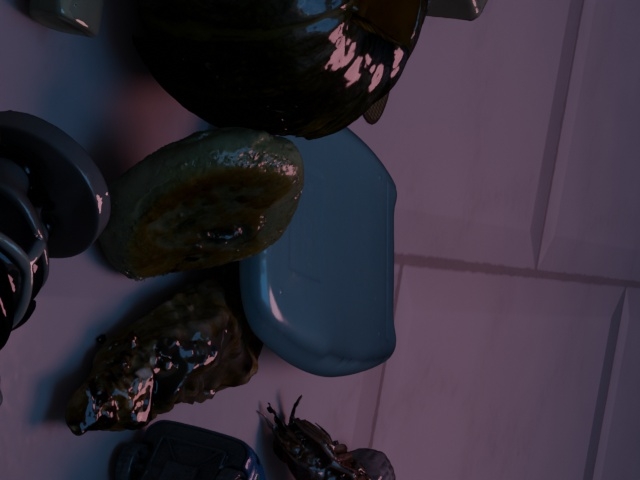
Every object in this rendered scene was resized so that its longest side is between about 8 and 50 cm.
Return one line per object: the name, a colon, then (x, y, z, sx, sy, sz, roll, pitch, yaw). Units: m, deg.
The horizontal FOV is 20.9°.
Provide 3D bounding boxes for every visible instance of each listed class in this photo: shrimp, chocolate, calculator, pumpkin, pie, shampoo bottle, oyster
shrimp: (-0.001, 0.225, 1.774, 0.190, 0.075, 0.073, 43, 33, -27)
chocolate: (0.029, 0.280, 1.884, 0.167, 0.072, 0.072, -39, 133, -51)
calculator: (0.000, 0.000, 1.679, 0.386, 0.054, 0.256, 25, 63, -64)
pumpkin: (-0.021, -0.235, 1.430, 0.320, 0.192, 0.320, 11, 90, -67)
pie: (-0.095, -0.025, 1.416, 0.041, 0.187, 0.187, 65, 8, 30)
shampoo bottle: (-0.167, -0.259, 1.281, 0.072, 0.049, 0.212, 23, 78, -60)
oyster: (-0.116, 0.105, 1.518, 0.345, 0.078, 0.128, -28, 133, -62)

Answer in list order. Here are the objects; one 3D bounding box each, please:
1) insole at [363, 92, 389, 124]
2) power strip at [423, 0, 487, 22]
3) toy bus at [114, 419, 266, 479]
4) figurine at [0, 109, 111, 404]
insole: (0.030, -0.200, 1.774, 0.086, 0.005, 0.253, -70, 154, -19)
power strip: (0.101, -0.304, 1.729, 0.224, 0.140, 0.139, -64, 151, -29)
toy bus: (-0.135, 0.287, 1.484, 0.246, 0.113, 0.134, -66, 153, -26)
figurine: (-0.246, 0.017, 1.130, 0.236, 0.133, 0.176, -58, 139, -43)
